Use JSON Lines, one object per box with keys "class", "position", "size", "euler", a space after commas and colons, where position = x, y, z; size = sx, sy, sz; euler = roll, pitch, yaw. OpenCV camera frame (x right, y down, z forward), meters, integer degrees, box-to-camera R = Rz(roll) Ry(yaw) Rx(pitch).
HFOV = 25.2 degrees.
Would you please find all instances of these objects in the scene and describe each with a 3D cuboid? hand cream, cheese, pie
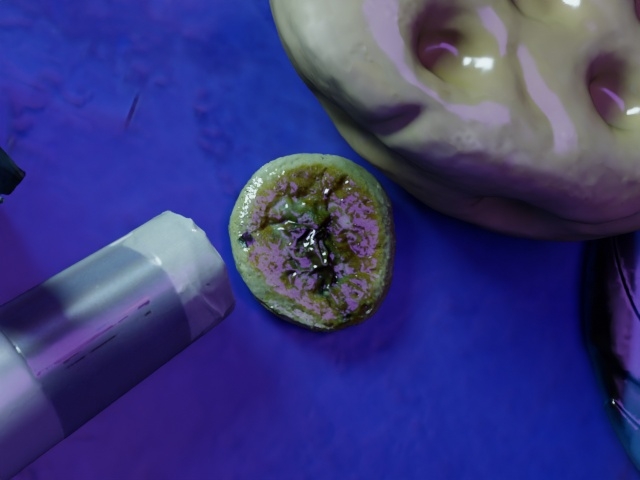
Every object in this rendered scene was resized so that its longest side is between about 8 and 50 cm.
{"class": "hand cream", "position": [-0.147, 0.074, 0.562], "size": [0.255, 0.048, 0.079], "euler": [-34, 88, -19]}
{"class": "cheese", "position": [0.089, -0.103, 0.641], "size": [0.235, 0.117, 0.218], "euler": [-15, 87, -23]}
{"class": "pie", "position": [-0.001, 0.001, 0.640], "size": [0.084, 0.021, 0.084], "euler": [4, 79, -19]}

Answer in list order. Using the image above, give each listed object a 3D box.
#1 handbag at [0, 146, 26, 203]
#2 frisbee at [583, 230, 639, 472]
{"class": "handbag", "position": [-0.195, -0.094, 0.520], "size": [0.057, 0.144, 0.221], "euler": [-38, 96, -20]}
{"class": "frisbee", "position": [0.244, 0.039, 0.713], "size": [0.242, 0.045, 0.242], "euler": [4, 78, -19]}
